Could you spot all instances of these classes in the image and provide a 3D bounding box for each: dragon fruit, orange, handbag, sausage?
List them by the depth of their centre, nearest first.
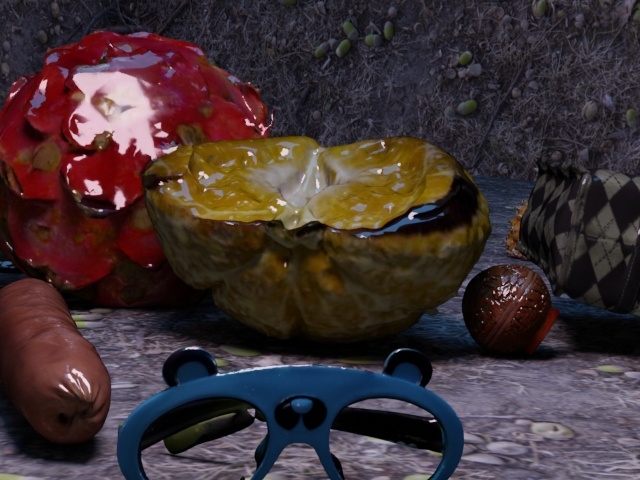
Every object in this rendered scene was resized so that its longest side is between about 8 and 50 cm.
[{"bbox_3d":[-0.247,0.095,1.191,0.088,0.087,0.433,0,7,-17],"label":"sausage"},{"bbox_3d":[0.000,0.000,1.463,0.369,0.210,0.271,3,31,10],"label":"orange"},{"bbox_3d":[0.450,0.025,1.569,0.416,0.180,0.317,13,5,-3],"label":"handbag"},{"bbox_3d":[-0.226,-0.114,1.646,0.386,0.249,0.371,-8,50,-18],"label":"dragon fruit"}]

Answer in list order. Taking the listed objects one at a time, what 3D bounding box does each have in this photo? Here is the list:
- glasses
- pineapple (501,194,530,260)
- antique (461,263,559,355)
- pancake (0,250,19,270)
[{"bbox_3d":[-0.027,0.151,0.975,0.239,0.102,0.207,0,-19,-9],"label":"glasses"},{"bbox_3d":[0.385,-0.040,2.166,0.176,0.136,0.161,4,8,17],"label":"pineapple"},{"bbox_3d":[0.199,0.072,1.445,0.104,0.104,0.104,3,8,0],"label":"antique"},{"bbox_3d":[-0.423,0.021,1.873,0.191,0.020,0.184,-2,8,-30],"label":"pancake"}]
